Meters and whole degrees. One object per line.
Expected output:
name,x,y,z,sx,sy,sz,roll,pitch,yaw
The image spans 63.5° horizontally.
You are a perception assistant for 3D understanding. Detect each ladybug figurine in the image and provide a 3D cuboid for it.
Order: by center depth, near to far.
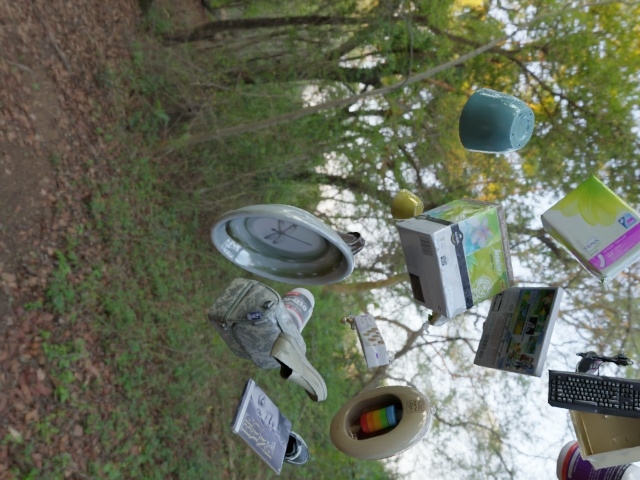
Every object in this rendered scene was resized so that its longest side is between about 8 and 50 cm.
ladybug figurine,0.258,0.750,2.097,0.162,0.449,0.305,56,25,-31

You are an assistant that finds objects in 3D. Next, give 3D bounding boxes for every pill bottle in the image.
pill bottle,1.065,0.888,1.921,0.323,0.181,0.181,10,-66,53
pill bottle,-0.128,0.332,2.397,0.283,0.161,0.161,-51,134,-68

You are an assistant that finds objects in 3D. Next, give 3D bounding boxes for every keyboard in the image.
keyboard,0.898,0.454,1.664,0.033,0.317,0.201,72,24,-74

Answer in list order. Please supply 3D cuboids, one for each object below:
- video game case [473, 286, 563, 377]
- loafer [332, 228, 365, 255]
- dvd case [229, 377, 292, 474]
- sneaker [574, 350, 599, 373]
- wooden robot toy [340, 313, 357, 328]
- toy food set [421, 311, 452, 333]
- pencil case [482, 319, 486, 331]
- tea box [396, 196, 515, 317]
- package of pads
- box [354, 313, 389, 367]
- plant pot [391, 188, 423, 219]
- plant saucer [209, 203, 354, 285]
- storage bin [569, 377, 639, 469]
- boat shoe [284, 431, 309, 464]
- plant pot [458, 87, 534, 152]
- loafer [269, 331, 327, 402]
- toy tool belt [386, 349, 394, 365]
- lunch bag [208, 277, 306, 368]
video game case,0.724,0.325,1.909,0.300,0.036,0.329,-10,-126,63
loafer,0.000,0.000,1.992,0.134,0.366,0.130,-127,-147,-63
dvd case,-0.160,0.518,1.444,0.221,0.018,0.164,55,28,-25
sneaker,1.024,0.488,2.011,0.077,0.072,0.178,-67,165,-53
wooden robot toy,0.139,0.412,2.587,0.173,0.079,0.076,166,-79,-77
toy food set,0.495,0.301,2.107,0.038,0.192,0.132,59,3,36
pencil case,0.773,0.350,2.113,0.209,0.098,0.095,-22,-120,44
tea box,0.497,0.052,1.891,0.220,0.323,0.329,22,-48,62
package of pads,0.897,-0.035,1.681,0.296,0.229,0.101,56,9,30
box,0.151,0.298,1.577,0.324,0.063,0.067,-100,-179,-82
plant pot,0.375,-0.140,2.179,0.095,0.134,0.134,25,-44,39
plant saucer,-0.097,-0.003,1.423,0.400,0.400,0.100,87,16,-62
storage bin,0.998,0.603,1.735,0.123,0.262,0.260,45,33,-31
boat shoe,-0.125,0.719,1.807,0.091,0.114,0.302,17,-23,51
plant pot,0.814,-0.525,2.340,0.235,0.293,0.293,27,-45,45
loafer,-0.076,0.408,1.606,0.102,0.092,0.268,-4,-58,59
toy tool belt,0.325,0.571,2.484,0.083,0.052,0.051,-61,178,-37
lunch bag,-0.200,0.293,1.785,0.212,0.256,0.305,-54,136,-33
